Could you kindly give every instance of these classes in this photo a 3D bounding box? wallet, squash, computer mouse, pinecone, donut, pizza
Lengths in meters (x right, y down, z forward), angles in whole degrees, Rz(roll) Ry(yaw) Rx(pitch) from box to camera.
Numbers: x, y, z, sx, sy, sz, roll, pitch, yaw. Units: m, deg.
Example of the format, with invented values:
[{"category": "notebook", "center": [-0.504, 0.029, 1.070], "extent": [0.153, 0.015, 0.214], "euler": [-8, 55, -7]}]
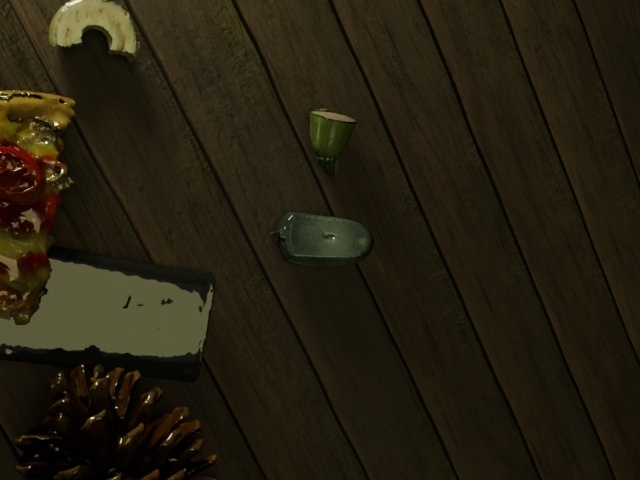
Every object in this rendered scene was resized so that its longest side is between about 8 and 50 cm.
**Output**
[{"category": "wallet", "center": [-0.417, 0.141, 1.548], "extent": [0.406, 0.062, 0.228], "euler": [11, 87, -19]}, {"category": "squash", "center": [0.014, -0.206, 1.705], "extent": [0.105, 0.105, 0.132], "euler": [5, 111, -22]}, {"category": "computer mouse", "center": [0.000, 0.002, 1.716], "extent": [0.229, 0.068, 0.113], "euler": [6, 74, -12]}, {"category": "pinecone", "center": [-0.388, 0.394, 1.456], "extent": [0.384, 0.384, 0.384], "euler": [-2, 95, -22]}, {"category": "donut", "center": [-0.425, -0.403, 1.511], "extent": [0.166, 0.065, 0.108], "euler": [5, 92, -22]}, {"category": "pizza", "center": [-0.563, -0.054, 1.389], "extent": [0.440, 0.130, 0.406], "euler": [-29, 98, -34]}]

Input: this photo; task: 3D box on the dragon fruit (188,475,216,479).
[{"category": "dragon fruit", "center": [-0.247, 0.539, 1.642], "extent": [0.147, 0.096, 0.102], "euler": [8, 86, 20]}]
